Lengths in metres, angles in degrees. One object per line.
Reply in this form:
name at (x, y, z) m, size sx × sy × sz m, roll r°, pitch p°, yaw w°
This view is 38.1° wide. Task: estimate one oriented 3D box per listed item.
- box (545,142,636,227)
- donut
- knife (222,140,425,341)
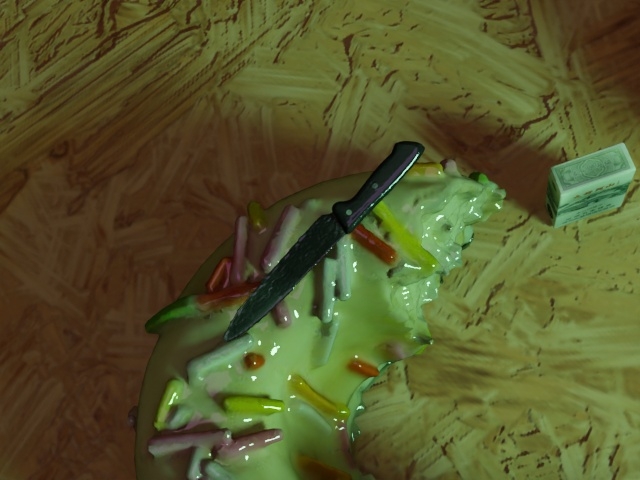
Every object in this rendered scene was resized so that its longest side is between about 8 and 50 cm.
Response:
box at (0.190, -0.037, 0.660) m, size 0.054 × 0.083 × 0.024 m, roll -17°, pitch 72°, yaw 6°
donut at (0.022, 0.127, 0.602) m, size 0.307 × 0.150 × 0.371 m, roll -21°, pitch 65°, yaw 9°
knife at (0.000, 0.000, 0.567) m, size 0.170 × 0.010 × 0.023 m, roll -46°, pitch 63°, yaw -1°
